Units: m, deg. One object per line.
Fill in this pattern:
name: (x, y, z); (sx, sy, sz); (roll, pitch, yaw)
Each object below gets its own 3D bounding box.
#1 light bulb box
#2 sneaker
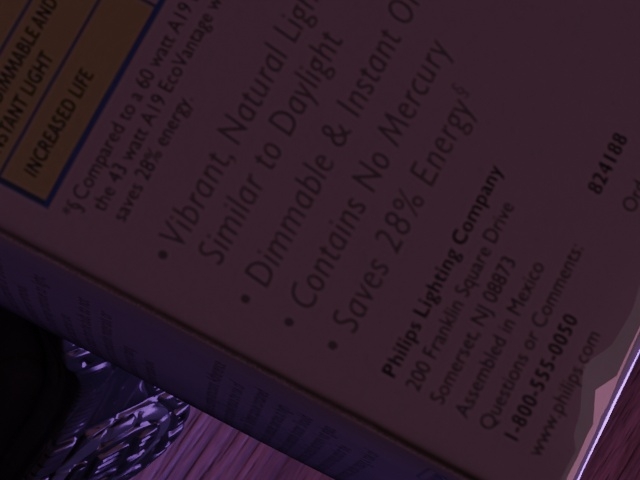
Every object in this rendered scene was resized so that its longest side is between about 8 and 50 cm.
light bulb box: (-0.012, -0.121, 0.705); (0.358, 0.361, 0.225); (-62, 179, -13)
sneaker: (-0.133, 0.041, 0.924); (0.109, 0.130, 0.286); (-22, 149, -36)
